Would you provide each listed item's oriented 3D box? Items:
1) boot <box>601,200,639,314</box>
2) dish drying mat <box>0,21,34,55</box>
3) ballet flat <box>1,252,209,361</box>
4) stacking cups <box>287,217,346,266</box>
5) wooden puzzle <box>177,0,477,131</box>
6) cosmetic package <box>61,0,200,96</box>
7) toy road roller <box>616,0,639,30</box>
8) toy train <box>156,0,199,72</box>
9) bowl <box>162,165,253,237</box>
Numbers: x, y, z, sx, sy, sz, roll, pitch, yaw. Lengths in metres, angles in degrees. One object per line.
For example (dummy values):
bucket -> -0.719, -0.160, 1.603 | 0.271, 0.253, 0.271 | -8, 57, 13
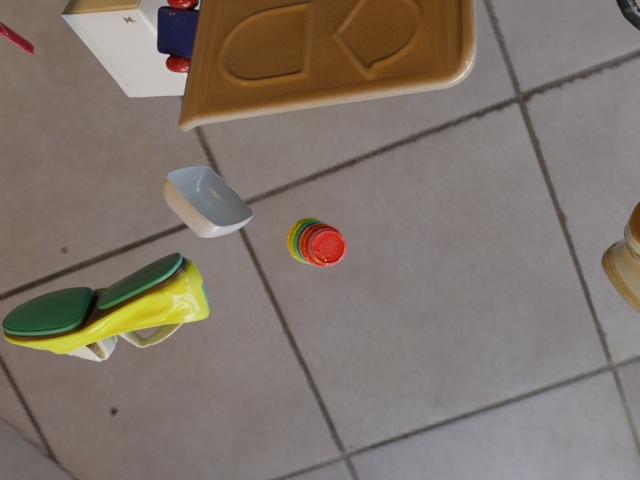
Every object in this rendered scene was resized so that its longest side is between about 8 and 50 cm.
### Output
boot -> 0.440, 0.060, 0.994 | 0.262, 0.203, 0.095 | 31, 79, 13
dish drying mat -> -0.558, -0.371, 1.653 | 0.008, 0.032, 0.083 | -35, 137, 21
ballet flat -> -0.211, 0.080, 0.902 | 0.231, 0.077, 0.077 | -18, 121, 21
stacking cups -> 0.000, 0.000, 1.707 | 0.096, 0.316, 0.096 | 0, 90, -8
wooden puzzle -> 0.014, -0.270, 1.048 | 0.348, 0.322, 0.080 | -9, 147, 21
cosmetic package -> -0.225, -0.424, 1.419 | 0.155, 0.365, 0.197 | 4, 149, 29
toy road roller -> 0.227, -0.293, 0.488 | 0.329, 0.202, 0.241 | 37, 149, -19
toy train -> -0.081, -0.271, 1.210 | 0.248, 0.143, 0.105 | 13, 111, 22
bowl -> -0.200, -0.060, 1.561 | 0.142, 0.142, 0.053 | 44, 116, 12
